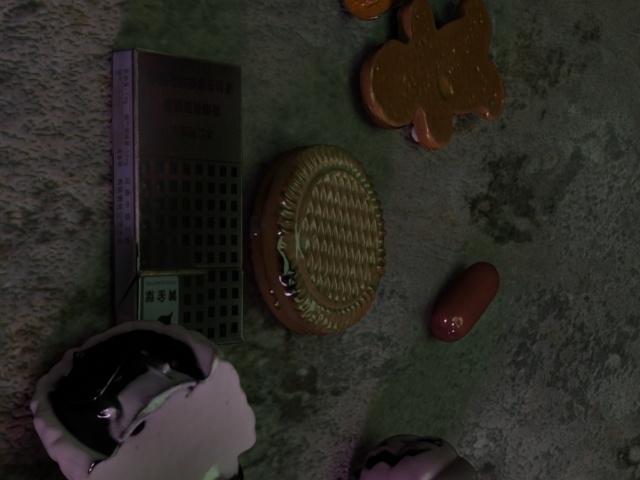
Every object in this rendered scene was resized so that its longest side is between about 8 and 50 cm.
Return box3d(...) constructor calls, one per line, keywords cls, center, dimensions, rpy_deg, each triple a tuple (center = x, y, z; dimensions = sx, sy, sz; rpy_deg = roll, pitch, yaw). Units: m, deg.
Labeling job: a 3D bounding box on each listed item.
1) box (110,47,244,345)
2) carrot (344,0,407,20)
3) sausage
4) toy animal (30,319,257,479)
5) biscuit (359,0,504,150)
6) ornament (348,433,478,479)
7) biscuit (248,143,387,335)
box3d(cls="box", center=(-0.157, -0.043, 1.568), dimensions=(0.180, 0.047, 0.324), rpy_deg=(1, 88, -53))
box3d(cls="carrot", center=(0.099, -0.358, 1.897), dimensions=(0.173, 0.082, 0.082), rpy_deg=(-44, 123, -50))
box3d(cls="sausage", center=(0.212, 0.091, 2.057), dimensions=(0.154, 0.062, 0.062), rpy_deg=(-47, 125, -43))
box3d(cls="toy animal", center=(-0.186, 0.196, 1.434), dimensions=(0.208, 0.156, 0.204), rpy_deg=(-39, 125, -26))
box3d(cls="biscuit", center=(0.152, -0.240, 1.998), dimensions=(0.340, 0.047, 0.216), rpy_deg=(-29, 110, -48))
box3d(cls="ornament", center=(0.127, 0.339, 1.845), dimensions=(0.177, 0.177, 0.177), rpy_deg=(2, 88, -54))
box3d(cls="biscuit", center=(0.000, 0.000, 1.754), dimensions=(0.259, 0.079, 0.259), rpy_deg=(1, 89, -54))
